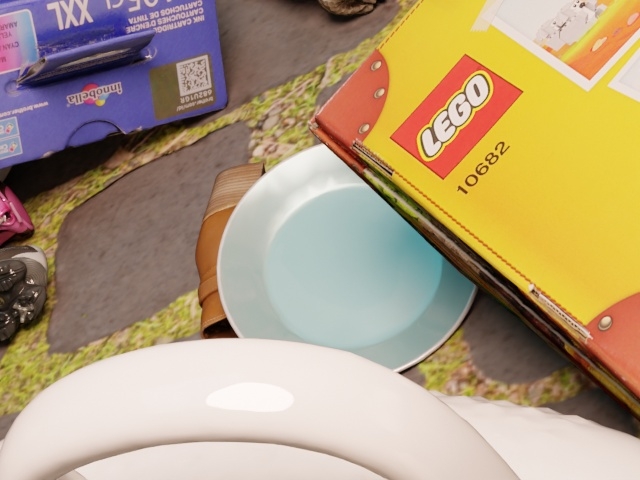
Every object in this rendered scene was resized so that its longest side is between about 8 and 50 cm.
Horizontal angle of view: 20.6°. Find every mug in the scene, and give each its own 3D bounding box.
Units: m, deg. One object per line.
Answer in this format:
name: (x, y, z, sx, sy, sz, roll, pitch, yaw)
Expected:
mug: (0.004, 0.172, 0.782, 0.328, 0.374, 0.276, -9, 45, 23)

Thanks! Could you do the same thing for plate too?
plate: (0.021, 0.016, 1.225, 0.188, 0.024, 0.188, -5, 65, 10)

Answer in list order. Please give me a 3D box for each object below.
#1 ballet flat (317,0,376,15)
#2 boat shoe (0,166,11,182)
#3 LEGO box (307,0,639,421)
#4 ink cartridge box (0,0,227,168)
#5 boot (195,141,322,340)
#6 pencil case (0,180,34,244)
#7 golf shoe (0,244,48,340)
ballet flat: (0.089, -0.281, 1.574, 0.250, 0.058, 0.084, -43, 15, -23)
boat shoe: (-0.432, -0.029, 1.655, 0.306, 0.105, 0.113, -32, 33, 5)
LEGO box: (0.287, -0.133, 0.984, 0.500, 0.193, 0.372, -48, 36, 2)
ink cartridge box: (-0.261, -0.186, 1.585, 0.270, 0.151, 0.395, -17, 28, -23)
boot: (0.000, 0.000, 1.288, 0.197, 0.073, 0.152, -17, 45, 23)
pencil case: (-0.353, 0.021, 1.539, 0.209, 0.095, 0.098, -41, 37, -6)
golf shoe: (-0.311, 0.062, 1.480, 0.198, 0.077, 0.094, -20, 21, 14)
